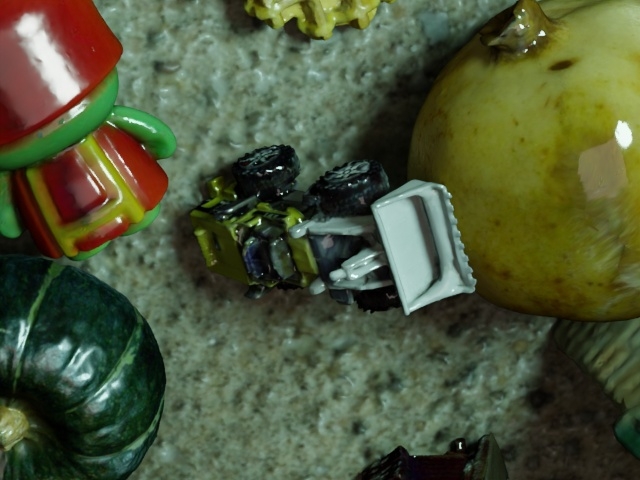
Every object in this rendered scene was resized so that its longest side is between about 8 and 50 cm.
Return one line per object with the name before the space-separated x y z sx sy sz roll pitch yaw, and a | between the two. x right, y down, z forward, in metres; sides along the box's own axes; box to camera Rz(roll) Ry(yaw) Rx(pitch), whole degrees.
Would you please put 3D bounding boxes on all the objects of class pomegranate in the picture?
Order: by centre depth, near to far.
pomegranate | 0.224 -0.065 1.239 0.307 0.307 0.307 -2 107 -7

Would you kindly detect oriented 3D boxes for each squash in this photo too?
squash | -0.263 0.129 1.279 0.252 0.165 0.252 4 132 4

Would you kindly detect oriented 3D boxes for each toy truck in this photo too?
toy truck | 0.000 0.000 1.254 0.111 0.286 0.136 -36 119 -33

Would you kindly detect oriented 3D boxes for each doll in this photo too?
doll | -0.264 -0.150 1.219 0.183 0.160 0.363 -24 108 9

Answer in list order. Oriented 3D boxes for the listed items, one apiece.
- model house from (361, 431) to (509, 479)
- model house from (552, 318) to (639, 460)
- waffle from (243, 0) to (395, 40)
model house | 0.114 0.302 1.438 0.164 0.141 0.203 -10 89 16
model house | 0.498 0.170 1.291 0.445 0.400 0.395 42 100 -16
waffle | -0.005 -0.310 1.244 0.249 0.056 0.253 29 98 -26
